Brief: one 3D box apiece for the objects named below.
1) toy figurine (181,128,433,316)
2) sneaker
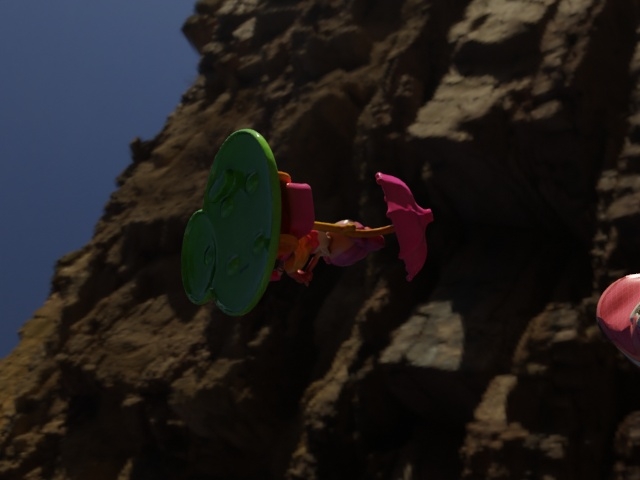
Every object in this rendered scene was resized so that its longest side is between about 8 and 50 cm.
[{"bbox_3d":[0.000,0.000,0.782,0.159,0.173,0.130,4,-113,-28],"label":"toy figurine"},{"bbox_3d":[0.367,0.075,1.021,0.136,0.314,0.116,43,-96,-26],"label":"sneaker"}]
